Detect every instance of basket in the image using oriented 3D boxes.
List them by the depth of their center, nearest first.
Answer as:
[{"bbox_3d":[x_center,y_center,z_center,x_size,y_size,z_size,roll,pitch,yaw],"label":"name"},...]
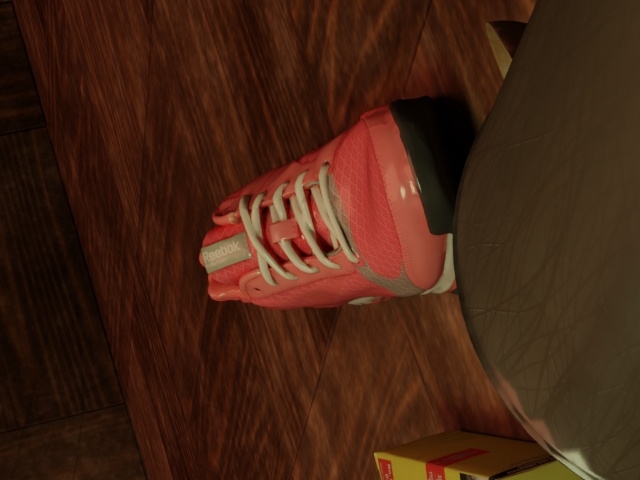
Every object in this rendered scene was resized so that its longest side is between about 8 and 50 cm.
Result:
[{"bbox_3d":[0.135,-0.065,0.515,0.227,0.154,0.204,103,-179,-51],"label":"basket"}]

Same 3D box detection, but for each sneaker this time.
[{"bbox_3d":[0.000,0.001,1.141,0.314,0.136,0.116,138,117,-74],"label":"sneaker"}]

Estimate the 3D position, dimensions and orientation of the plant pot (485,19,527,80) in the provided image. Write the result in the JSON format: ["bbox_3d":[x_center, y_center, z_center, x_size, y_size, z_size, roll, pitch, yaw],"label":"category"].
[{"bbox_3d":[0.127,0.016,0.726,0.236,0.032,0.236,63,-175,-11],"label":"plant pot"}]

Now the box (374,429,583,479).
[{"bbox_3d":[0.095,0.159,1.065,0.232,0.058,0.087,173,83,-77],"label":"box"}]
